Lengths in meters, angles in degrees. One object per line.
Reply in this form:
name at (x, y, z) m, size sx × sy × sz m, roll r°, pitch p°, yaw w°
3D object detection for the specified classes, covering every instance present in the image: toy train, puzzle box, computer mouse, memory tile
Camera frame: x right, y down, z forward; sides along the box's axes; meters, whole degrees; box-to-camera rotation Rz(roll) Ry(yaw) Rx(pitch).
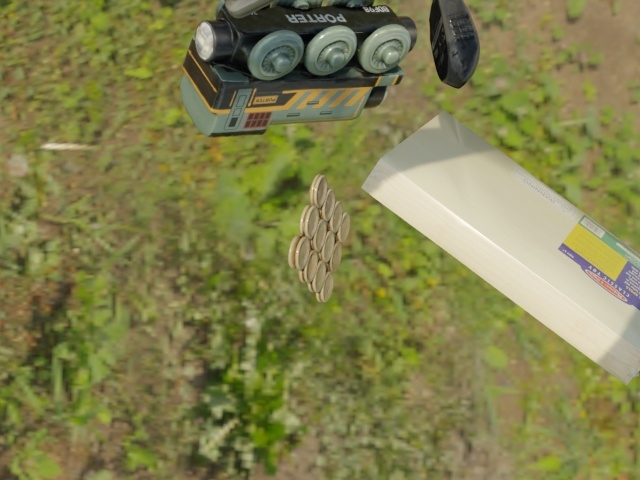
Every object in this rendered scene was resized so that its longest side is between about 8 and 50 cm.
toy train at (-0.029, -0.234, 1.846) m, size 0.333 × 0.190 × 0.142 m, roll -8°, pitch 50°, yaw -36°
puzzle box at (0.269, -0.001, 1.812) m, size 0.409 × 0.052 × 0.272 m, roll 38°, pitch 27°, yaw 8°
computer mouse at (0.135, -0.272, 1.506) m, size 0.041 × 0.071 × 0.242 m, roll -5°, pitch 70°, yaw -8°
memory tile at (0.000, 0.000, 1.559) m, size 0.148 × 0.012 × 0.113 m, roll 56°, pitch 46°, yaw -65°

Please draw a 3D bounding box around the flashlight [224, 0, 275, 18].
flashlight at (0.058, -0.247, 0.852) m, size 0.304 × 0.103 × 0.103 m, roll -28°, pitch 83°, yaw 3°
